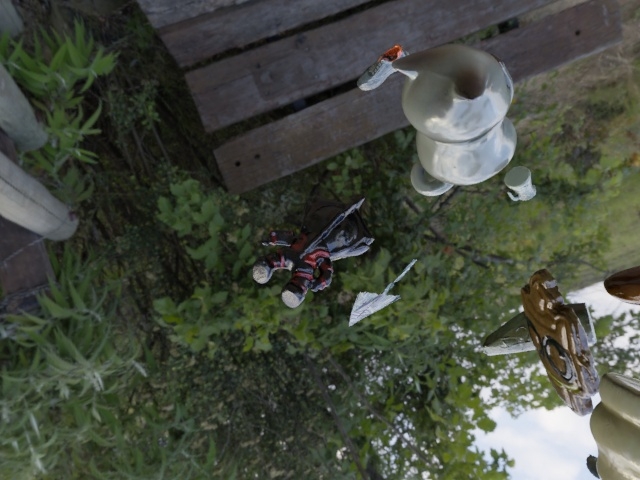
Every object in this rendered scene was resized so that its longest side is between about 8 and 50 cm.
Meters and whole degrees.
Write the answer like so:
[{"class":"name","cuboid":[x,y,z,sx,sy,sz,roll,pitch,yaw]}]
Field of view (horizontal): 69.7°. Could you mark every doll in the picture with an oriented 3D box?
[{"class":"doll","cuboid":[-0.003,0.000,0.739,0.088,0.127,0.248,-21,-158,47]},{"class":"doll","cuboid":[0.292,-0.254,0.967,0.226,0.215,0.370,-41,151,-7]}]

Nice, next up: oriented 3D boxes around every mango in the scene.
[{"class":"mango","cuboid":[0.533,0.072,0.750,0.127,0.063,0.077,-19,-161,44]}]

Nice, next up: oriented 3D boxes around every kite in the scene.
[{"class":"kite","cuboid":[0.153,0.133,1.138,0.250,0.012,0.229,-47,151,21]}]

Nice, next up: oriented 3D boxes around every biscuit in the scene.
[{"class":"biscuit","cuboid":[0.428,0.186,0.838,0.041,0.290,0.208,-20,-167,4]}]

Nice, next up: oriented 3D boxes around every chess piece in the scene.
[{"class":"chess piece","cuboid":[0.369,0.326,0.543,0.167,0.299,0.167,20,-176,-2]}]

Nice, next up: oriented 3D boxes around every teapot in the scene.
[{"class":"teapot","cuboid":[0.457,-0.122,1.046,0.067,0.057,0.083,-49,132,9]}]

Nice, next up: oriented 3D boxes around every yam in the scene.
[{"class":"yam","cuboid":[0.514,0.214,1.101,0.259,0.106,0.106,-18,179,38]}]

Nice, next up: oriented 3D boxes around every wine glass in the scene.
[{"class":"wine glass","cuboid":[0.713,0.494,1.077,0.066,0.066,0.198,-18,143,-35]}]

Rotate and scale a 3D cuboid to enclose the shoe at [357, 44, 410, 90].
[{"class":"shoe","cuboid":[0.199,-0.576,1.518,0.194,0.074,0.077,-27,155,20]}]
